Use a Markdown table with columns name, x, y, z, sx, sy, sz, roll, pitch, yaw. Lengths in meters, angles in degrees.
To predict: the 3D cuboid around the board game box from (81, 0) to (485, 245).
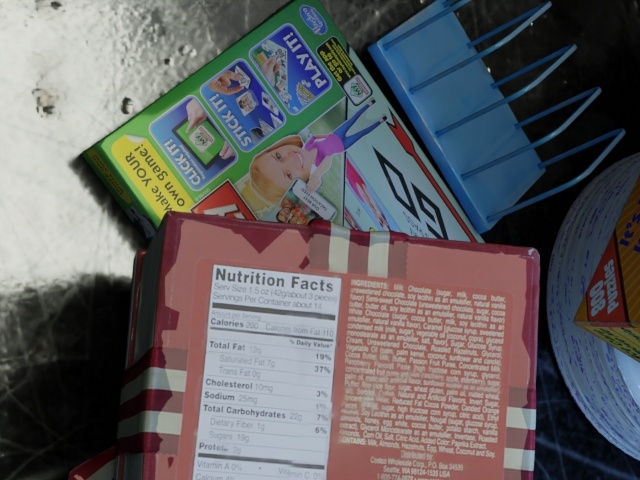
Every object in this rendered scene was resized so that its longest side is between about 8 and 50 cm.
| name | x | y | z | sx | sy | sz | roll | pitch | yaw |
| --- | --- | --- | --- | --- | --- | --- | --- | --- | --- |
| board game box | 0.000 | 0.000 | 1.026 | 0.213 | 0.046 | 0.317 | -40 | 101 | -24 |

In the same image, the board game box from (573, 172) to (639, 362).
| name | x | y | z | sx | sy | sz | roll | pitch | yaw |
| --- | --- | --- | --- | --- | --- | --- | --- | --- | --- |
| board game box | 0.464 | -0.018 | 0.900 | 0.356 | 0.356 | 0.356 | 30 | 76 | -16 |

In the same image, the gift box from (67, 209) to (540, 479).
| name | x | y | z | sx | sy | sz | roll | pitch | yaw |
| --- | --- | --- | --- | --- | --- | --- | --- | --- | --- |
| gift box | -0.023 | 0.134 | 0.844 | 0.255 | 0.258 | 0.276 | 11 | 81 | -9 |

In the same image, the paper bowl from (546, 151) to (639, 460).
| name | x | y | z | sx | sy | sz | roll | pitch | yaw |
| --- | --- | --- | --- | --- | --- | --- | --- | --- | --- |
| paper bowl | 0.342 | 0.052 | 1.126 | 0.284 | 0.148 | 0.284 | 3 | 83 | -24 |

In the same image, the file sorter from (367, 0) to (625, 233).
| name | x | y | z | sx | sy | sz | roll | pitch | yaw |
| --- | --- | --- | --- | --- | --- | --- | --- | --- | --- |
| file sorter | 0.143 | -0.117 | 1.055 | 0.170 | 0.104 | 0.118 | 58 | 42 | -8 |
